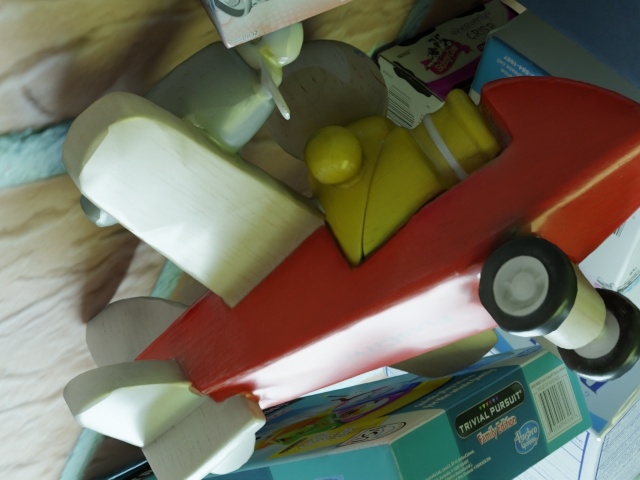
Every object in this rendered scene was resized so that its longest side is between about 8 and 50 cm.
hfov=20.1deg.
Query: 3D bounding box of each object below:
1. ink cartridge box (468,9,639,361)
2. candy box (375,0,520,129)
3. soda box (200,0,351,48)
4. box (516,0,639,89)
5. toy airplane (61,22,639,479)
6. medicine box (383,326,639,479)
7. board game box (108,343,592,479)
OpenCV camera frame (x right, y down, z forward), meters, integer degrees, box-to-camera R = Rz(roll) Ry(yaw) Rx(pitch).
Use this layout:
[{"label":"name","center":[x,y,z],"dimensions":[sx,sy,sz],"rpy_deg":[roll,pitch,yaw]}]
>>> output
[{"label":"ink cartridge box","center":[0.210,-0.057,1.382],"dimensions":[0.168,0.171,0.232],"rpy_deg":[-35,154,-38]},{"label":"candy box","center":[0.083,-0.066,1.449],"dimensions":[0.159,0.071,0.233],"rpy_deg":[-30,150,-44]},{"label":"soda box","center":[0.015,-0.179,1.035],"dimensions":[0.183,0.058,0.063],"rpy_deg":[-22,139,-7]},{"label":"box","center":[0.290,-0.239,1.124],"dimensions":[0.212,0.395,0.293],"rpy_deg":[-39,157,-29]},{"label":"toy airplane","center":[0.000,0.000,1.199],"dimensions":[0.385,0.272,0.386],"rpy_deg":[-3,155,-17]},{"label":"medicine box","center":[0.197,0.104,1.691],"dimensions":[0.149,0.263,0.289],"rpy_deg":[-44,159,-17]},{"label":"board game box","center":[0.006,0.177,1.430],"dimensions":[0.336,0.079,0.254],"rpy_deg":[-16,-176,39]}]
